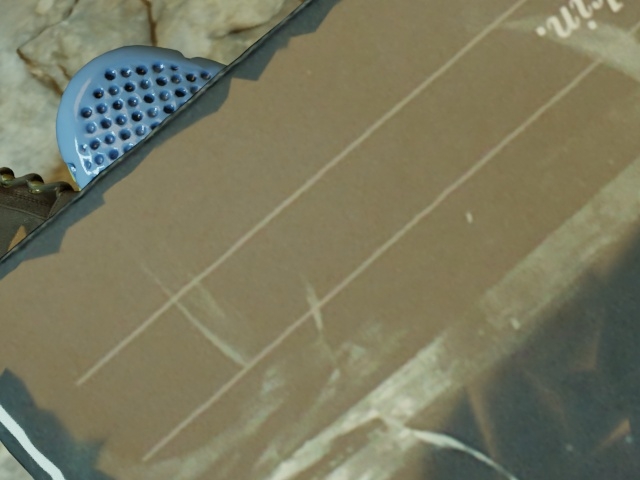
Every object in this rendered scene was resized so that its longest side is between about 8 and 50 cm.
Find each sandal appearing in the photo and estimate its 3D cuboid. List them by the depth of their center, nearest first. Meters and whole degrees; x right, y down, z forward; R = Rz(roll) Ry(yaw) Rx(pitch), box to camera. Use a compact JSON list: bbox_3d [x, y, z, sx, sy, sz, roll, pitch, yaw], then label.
[{"bbox_3d":[0.000,0.000,0.976,0.317,0.138,0.126,34,78,6],"label":"sandal"}]

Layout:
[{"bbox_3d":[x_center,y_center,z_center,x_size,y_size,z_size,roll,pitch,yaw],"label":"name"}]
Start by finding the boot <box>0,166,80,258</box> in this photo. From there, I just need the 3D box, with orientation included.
[{"bbox_3d":[-0.107,-0.013,1.128,0.229,0.091,0.263,12,64,26],"label":"boot"}]

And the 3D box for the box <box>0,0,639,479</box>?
[{"bbox_3d":[0.220,0.072,0.631,0.480,0.297,0.472,-42,79,-8],"label":"box"}]
